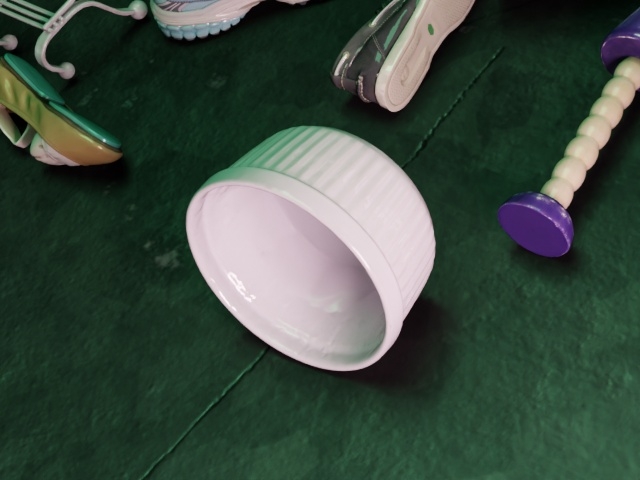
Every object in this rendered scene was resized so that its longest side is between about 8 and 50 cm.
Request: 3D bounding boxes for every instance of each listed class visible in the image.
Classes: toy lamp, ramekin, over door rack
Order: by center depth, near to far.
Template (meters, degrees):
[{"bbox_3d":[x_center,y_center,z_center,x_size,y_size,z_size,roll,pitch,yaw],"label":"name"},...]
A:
[{"bbox_3d":[0.000,0.000,1.332,0.207,0.207,0.109,17,49,32],"label":"ramekin"},{"bbox_3d":[0.253,-0.109,1.415,0.080,0.080,0.274,19,61,33],"label":"toy lamp"},{"bbox_3d":[-0.276,-0.350,1.790,0.239,0.108,0.324,26,81,37],"label":"over door rack"}]

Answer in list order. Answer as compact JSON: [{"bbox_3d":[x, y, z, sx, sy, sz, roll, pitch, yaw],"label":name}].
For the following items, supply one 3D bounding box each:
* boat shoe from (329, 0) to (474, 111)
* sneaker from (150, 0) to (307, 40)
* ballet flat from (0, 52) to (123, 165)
[{"bbox_3d":[0.093,-0.233,1.579,0.079,0.084,0.233,19,62,32],"label":"boat shoe"},{"bbox_3d":[-0.059,-0.316,1.683,0.283,0.122,0.110,-25,46,-2],"label":"sneaker"},{"bbox_3d":[-0.284,-0.118,1.644,0.232,0.080,0.073,39,99,43],"label":"ballet flat"}]
